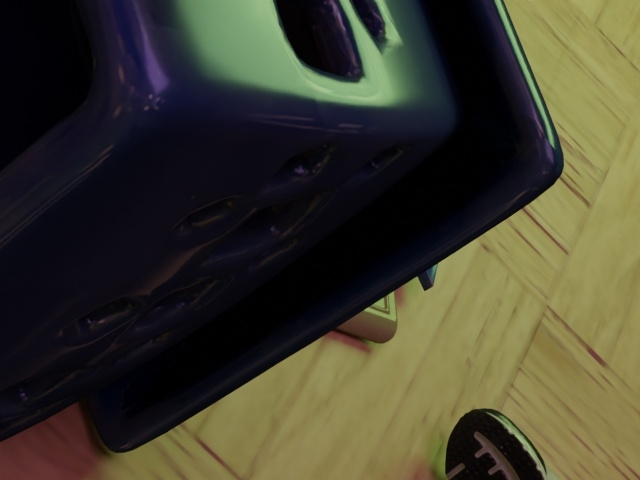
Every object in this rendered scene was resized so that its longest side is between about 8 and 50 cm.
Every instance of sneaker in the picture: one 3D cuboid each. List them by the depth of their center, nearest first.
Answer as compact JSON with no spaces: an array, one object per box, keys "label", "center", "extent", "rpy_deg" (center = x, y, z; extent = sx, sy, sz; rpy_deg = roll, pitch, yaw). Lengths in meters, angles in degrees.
[{"label":"sneaker","center":[0.086,0.113,0.758],"extent":[0.109,0.040,0.044],"rpy_deg":[59,23,1]}]

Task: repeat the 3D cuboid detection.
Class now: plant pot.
[{"label":"plant pot","center":[-0.078,-0.067,0.577],"extent":[0.212,0.236,0.236],"rpy_deg":[6,58,-48]}]

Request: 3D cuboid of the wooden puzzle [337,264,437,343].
[{"label":"wooden puzzle","center":[0.000,0.000,0.770],"extent":[0.116,0.014,0.078],"rpy_deg":[28,50,-27]}]
